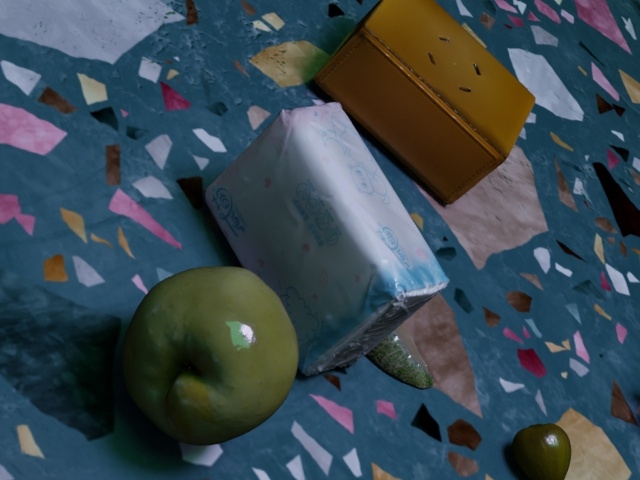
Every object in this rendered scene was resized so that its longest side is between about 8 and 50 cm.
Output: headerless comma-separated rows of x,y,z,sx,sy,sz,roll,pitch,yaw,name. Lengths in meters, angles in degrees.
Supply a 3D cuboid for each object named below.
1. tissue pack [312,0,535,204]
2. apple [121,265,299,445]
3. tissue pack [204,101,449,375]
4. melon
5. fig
0.153,-0.218,1.980,0.274,0.145,0.194,43,41,-7,tissue pack
-0.114,0.116,1.425,0.200,0.200,0.200,24,43,-25,apple
0.002,-0.001,1.617,0.124,0.201,0.271,-7,62,-53,tissue pack
0.077,0.111,1.719,0.182,0.054,0.098,58,25,15,melon
0.285,0.276,1.731,0.074,0.074,0.088,-8,78,-45,fig
